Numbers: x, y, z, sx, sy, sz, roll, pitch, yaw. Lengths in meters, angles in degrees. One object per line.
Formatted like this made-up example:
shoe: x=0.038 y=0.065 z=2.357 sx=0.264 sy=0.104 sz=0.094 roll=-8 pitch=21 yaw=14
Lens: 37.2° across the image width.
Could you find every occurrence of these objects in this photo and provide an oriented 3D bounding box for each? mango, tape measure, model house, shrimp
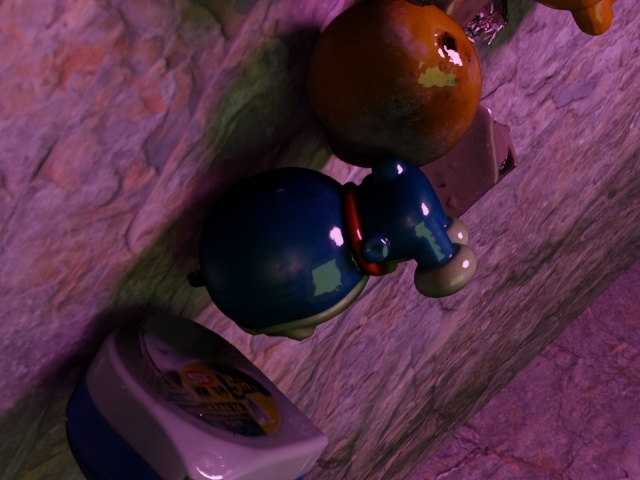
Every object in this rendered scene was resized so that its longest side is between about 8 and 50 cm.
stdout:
mango: x=0.075 y=-0.156 z=1.072 sx=0.316 sy=0.193 sz=0.146 roll=110 pitch=-4 yaw=-68
tape measure: x=-0.147 y=0.208 z=1.082 sx=0.138 sy=0.262 sz=0.259 roll=-50 pitch=156 yaw=13
model house: x=0.206 y=-0.110 z=1.435 sx=0.229 sy=0.122 sz=0.188 roll=-47 pitch=172 yaw=24
shrimp: x=0.211 y=-0.291 z=1.251 sx=0.165 sy=0.057 sz=0.065 roll=-47 pitch=143 yaw=-44

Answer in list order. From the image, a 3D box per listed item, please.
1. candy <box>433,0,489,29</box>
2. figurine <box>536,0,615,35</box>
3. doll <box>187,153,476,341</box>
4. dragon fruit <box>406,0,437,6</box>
candy: x=0.174 y=-0.341 z=1.080 sx=0.234 sy=0.104 sz=0.102 roll=-51 pitch=160 yaw=-1
figurine: x=0.348 y=-0.379 z=1.270 sx=0.228 sy=0.215 sz=0.215 roll=-11 pitch=135 yaw=-34
doll: x=0.000 y=0.000 z=1.073 sx=0.322 sy=0.198 sz=0.186 roll=-19 pitch=113 yaw=5
dragon fruit: x=0.072 y=-0.335 z=0.835 sx=0.218 sy=0.198 sz=0.273 roll=-29 pitch=135 yaw=19
